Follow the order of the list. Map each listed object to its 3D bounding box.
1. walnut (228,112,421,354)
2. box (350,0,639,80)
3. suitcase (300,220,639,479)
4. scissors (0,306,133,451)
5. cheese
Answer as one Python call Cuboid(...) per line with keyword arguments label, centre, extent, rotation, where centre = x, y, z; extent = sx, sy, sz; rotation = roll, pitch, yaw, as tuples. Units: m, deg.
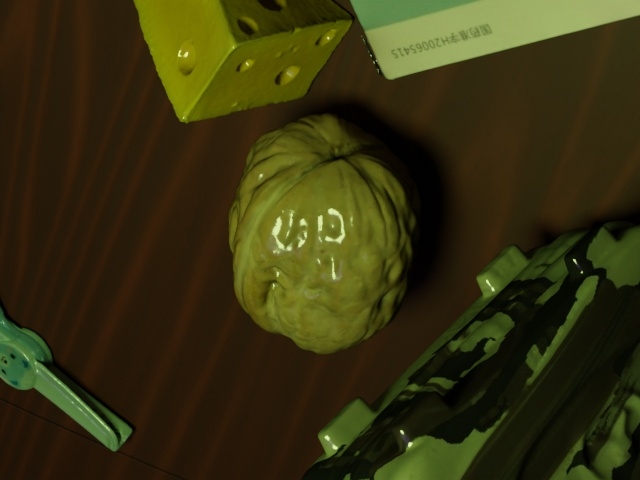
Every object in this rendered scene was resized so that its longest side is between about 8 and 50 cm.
Cuboid(label="walnut", centre=(0.000, 0.000, 1.475), extent=(0.155, 0.155, 0.184), rotation=(22, 133, 19))
Cuboid(label="box", centre=(0.151, -0.234, 1.271), extent=(0.343, 0.065, 0.200), rotation=(-11, 114, 37))
Cuboid(label="suitcase", centre=(0.180, 0.198, 1.362), extent=(0.339, 0.351, 0.194), rotation=(55, 149, -12))
Cuboid(label="scissors", centre=(-0.281, 0.108, 1.812), extent=(0.256, 0.030, 0.125), rotation=(39, 135, 7))
Cuboid(label="cheese", centre=(-0.084, -0.188, 1.458), extent=(0.171, 0.126, 0.093), rotation=(53, 135, 19))
